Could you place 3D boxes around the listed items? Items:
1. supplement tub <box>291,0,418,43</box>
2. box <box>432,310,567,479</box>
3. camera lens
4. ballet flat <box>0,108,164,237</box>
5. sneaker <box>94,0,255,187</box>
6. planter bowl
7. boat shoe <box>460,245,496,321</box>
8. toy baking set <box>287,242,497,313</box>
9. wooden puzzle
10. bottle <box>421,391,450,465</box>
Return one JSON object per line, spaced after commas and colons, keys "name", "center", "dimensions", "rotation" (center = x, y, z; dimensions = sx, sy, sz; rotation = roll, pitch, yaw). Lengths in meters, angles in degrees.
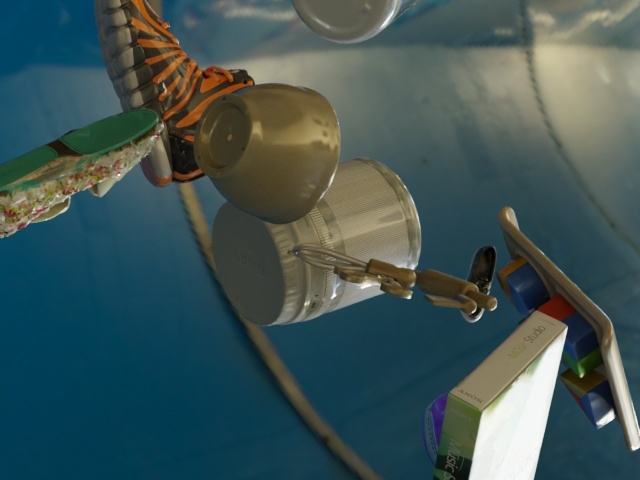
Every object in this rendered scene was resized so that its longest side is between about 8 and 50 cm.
{"name": "supplement tub", "center": [0.054, -0.282, 1.385], "dimensions": [0.117, 0.117, 0.190], "rotation": [48, -146, -2]}
{"name": "box", "center": [0.228, 0.279, 1.789], "dimensions": [0.058, 0.322, 0.232], "rotation": [24, -142, 28]}
{"name": "camera lens", "center": [0.000, 0.000, 2.071], "dimensions": [0.274, 0.219, 0.219], "rotation": [-17, -112, -33]}
{"name": "ballet flat", "center": [-0.282, -0.075, 1.510], "dimensions": [0.241, 0.077, 0.091], "rotation": [-26, -140, -25]}
{"name": "sneaker", "center": [-0.201, -0.247, 1.898], "dimensions": [0.180, 0.124, 0.321], "rotation": [-19, -82, -19]}
{"name": "planter bowl", "center": [-0.073, -0.107, 1.515], "dimensions": [0.109, 0.162, 0.162], "rotation": [13, -134, -44]}
{"name": "boat shoe", "center": [0.279, 0.074, 2.374], "dimensions": [0.049, 0.040, 0.142], "rotation": [18, -109, -12]}
{"name": "toy baking set", "center": [0.077, 0.037, 1.563], "dimensions": [0.197, 0.030, 0.256], "rotation": [14, -177, -32]}
{"name": "wooden puzzle", "center": [0.391, 0.154, 2.210], "dimensions": [0.348, 0.080, 0.322], "rotation": [57, 175, 45]}
{"name": "bottle", "center": [0.211, 0.286, 2.029], "dimensions": [0.283, 0.092, 0.118], "rotation": [96, 164, -79]}
